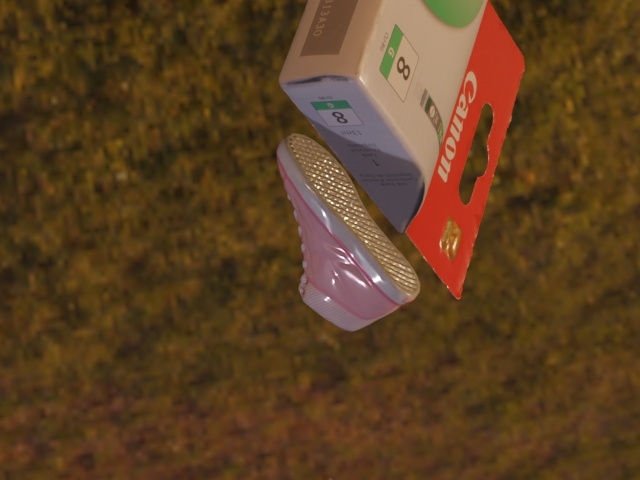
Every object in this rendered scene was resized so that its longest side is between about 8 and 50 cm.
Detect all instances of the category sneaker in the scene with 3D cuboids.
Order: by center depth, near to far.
[{"bbox_3d":[0.000,0.000,1.167,0.070,0.134,0.051,-39,174,32],"label":"sneaker"}]

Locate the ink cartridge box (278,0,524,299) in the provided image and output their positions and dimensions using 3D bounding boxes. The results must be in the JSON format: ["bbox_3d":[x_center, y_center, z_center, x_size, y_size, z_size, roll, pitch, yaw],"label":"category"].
[{"bbox_3d":[0.073,-0.096,0.995,0.056,0.181,0.224,0,148,34],"label":"ink cartridge box"}]

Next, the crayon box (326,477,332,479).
[{"bbox_3d":[0.087,0.274,0.839,0.083,0.323,0.203,-14,162,8],"label":"crayon box"}]
